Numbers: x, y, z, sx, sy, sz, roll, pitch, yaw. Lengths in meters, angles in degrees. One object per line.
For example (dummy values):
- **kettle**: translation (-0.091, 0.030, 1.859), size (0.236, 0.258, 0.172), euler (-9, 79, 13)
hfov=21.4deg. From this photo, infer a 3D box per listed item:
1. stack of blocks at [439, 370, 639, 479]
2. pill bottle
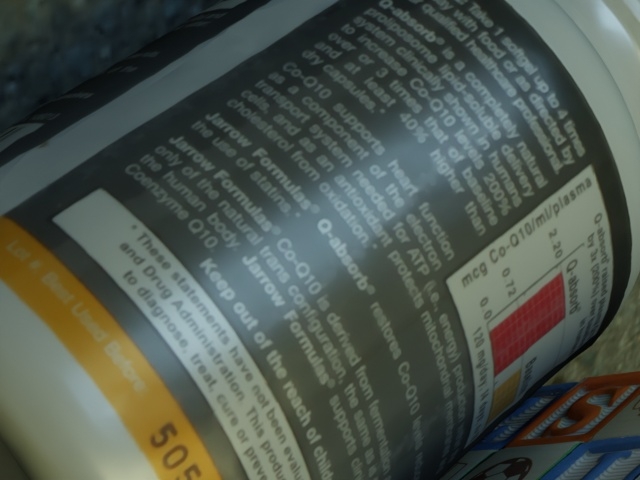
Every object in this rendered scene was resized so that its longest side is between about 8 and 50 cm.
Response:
- **stack of blocks**: translation (0.037, 0.125, 0.535), size (0.171, 0.297, 0.087), euler (-35, 100, -32)
- **pill bottle**: translation (0.000, 0.000, 0.526), size (0.278, 0.162, 0.162), euler (-36, 135, -29)
